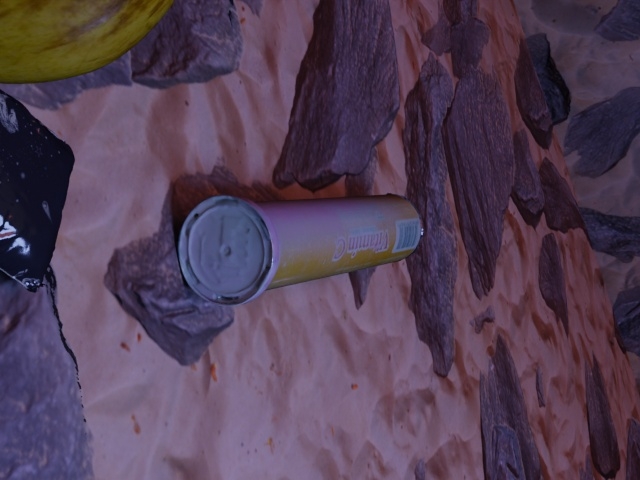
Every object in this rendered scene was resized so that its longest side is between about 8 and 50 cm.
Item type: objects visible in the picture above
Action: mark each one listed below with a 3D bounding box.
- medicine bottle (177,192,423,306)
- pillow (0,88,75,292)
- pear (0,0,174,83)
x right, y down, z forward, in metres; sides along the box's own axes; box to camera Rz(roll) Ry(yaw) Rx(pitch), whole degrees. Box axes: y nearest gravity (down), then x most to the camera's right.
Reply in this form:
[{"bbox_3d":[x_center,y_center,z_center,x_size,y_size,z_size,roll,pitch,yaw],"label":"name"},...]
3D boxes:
[{"bbox_3d":[0.000,0.000,1.166,0.426,0.108,0.108,-6,84,-64],"label":"medicine bottle"},{"bbox_3d":[-0.263,-0.066,0.749,0.208,0.055,0.141,41,53,-48],"label":"pillow"},{"bbox_3d":[-0.187,-0.220,0.578,0.280,0.280,0.281,34,50,-53],"label":"pear"}]
